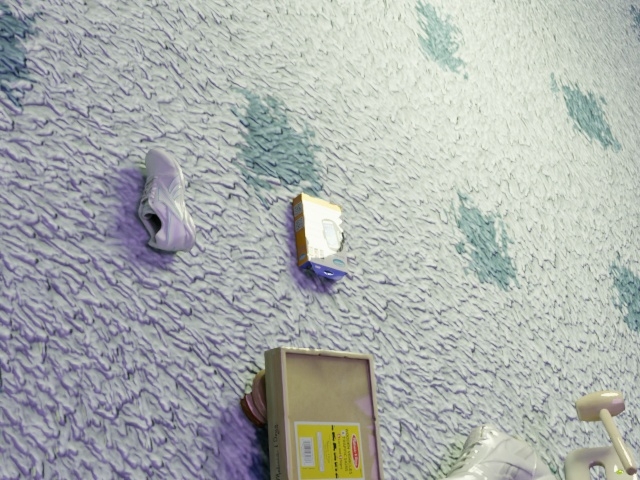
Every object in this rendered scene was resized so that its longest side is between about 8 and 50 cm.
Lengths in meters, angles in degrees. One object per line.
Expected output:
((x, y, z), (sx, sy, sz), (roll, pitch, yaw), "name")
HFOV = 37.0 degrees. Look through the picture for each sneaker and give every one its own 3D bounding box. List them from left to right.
((-0.212, -0.056, 1.274), (0.061, 0.054, 0.152), (-1, 66, -41), "sneaker")
((0.226, 0.350, 1.401), (0.305, 0.114, 0.152), (8, 45, -46), "sneaker")

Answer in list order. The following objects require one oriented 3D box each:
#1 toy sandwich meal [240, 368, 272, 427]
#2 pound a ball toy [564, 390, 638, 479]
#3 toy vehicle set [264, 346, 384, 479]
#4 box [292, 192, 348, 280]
((-0.066, 0.209, 1.256), (0.086, 0.029, 0.085), (27, 47, -33), "toy sandwich meal")
((0.418, 0.402, 1.451), (0.319, 0.136, 0.208), (-72, 149, -61), "pound a ball toy")
((0.009, 0.275, 1.243), (0.166, 0.035, 0.266), (12, 66, -39), "toy vehicle set")
((0.000, 0.000, 1.461), (0.081, 0.028, 0.136), (18, 55, -35), "box")
